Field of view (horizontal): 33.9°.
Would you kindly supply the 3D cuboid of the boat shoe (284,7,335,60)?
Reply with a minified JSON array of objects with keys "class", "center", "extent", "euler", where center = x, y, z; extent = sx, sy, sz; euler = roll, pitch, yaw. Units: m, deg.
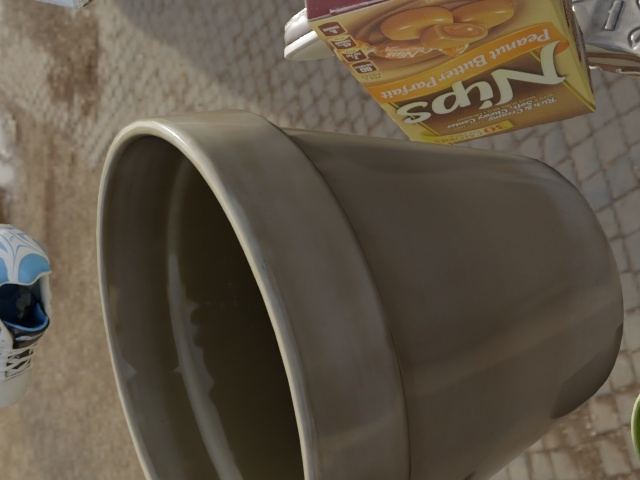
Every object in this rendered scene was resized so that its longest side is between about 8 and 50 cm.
[{"class":"boat shoe","center":[0.072,-0.321,1.320],"extent":[0.324,0.117,0.096],"euler":[-21,83,41]}]

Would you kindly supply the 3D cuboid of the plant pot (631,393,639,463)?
[{"class":"plant pot","center":[0.510,0.157,1.040],"extent":[0.275,0.293,0.274],"euler":[37,148,29]}]

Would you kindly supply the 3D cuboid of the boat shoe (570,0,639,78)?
[{"class":"boat shoe","center":[0.457,-0.280,1.443],"extent":[0.324,0.116,0.123],"euler":[21,84,37]}]

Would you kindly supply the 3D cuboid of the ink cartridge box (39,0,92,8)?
[{"class":"ink cartridge box","center":[-0.374,-0.387,1.010],"extent":[0.304,0.072,0.307],"euler":[18,140,30]}]

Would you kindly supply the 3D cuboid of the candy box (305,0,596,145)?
[{"class":"candy box","center":[0.125,-0.183,0.924],"extent":[0.183,0.316,0.087],"euler":[-11,71,20]}]

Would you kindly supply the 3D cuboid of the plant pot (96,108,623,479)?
[{"class":"plant pot","center":[0.034,0.057,0.708],"extent":[0.323,0.280,0.323],"euler":[33,129,52]}]

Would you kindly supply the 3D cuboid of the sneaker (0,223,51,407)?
[{"class":"sneaker","center":[-0.305,0.091,1.025],"extent":[0.086,0.085,0.237],"euler":[42,137,26]}]
